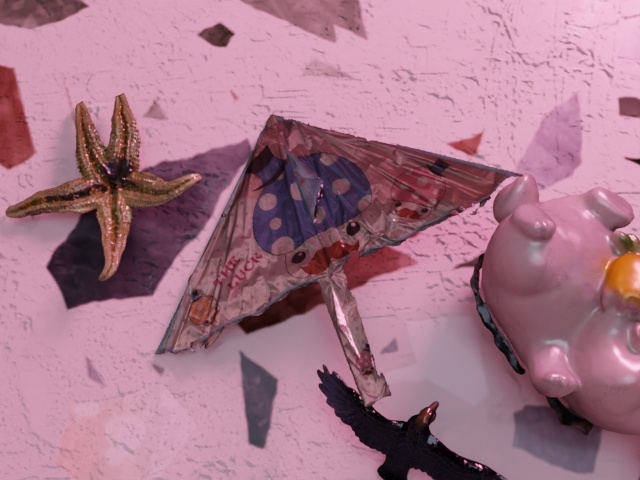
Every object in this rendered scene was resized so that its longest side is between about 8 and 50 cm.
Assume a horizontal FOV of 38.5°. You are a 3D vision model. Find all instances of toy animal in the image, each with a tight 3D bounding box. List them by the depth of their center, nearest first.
[{"bbox_3d":[0.085,0.189,0.860,0.220,0.108,0.062,32,63,7],"label":"toy animal"},{"bbox_3d":[0.283,0.087,0.879,0.325,0.154,0.208,39,52,-11],"label":"toy animal"}]

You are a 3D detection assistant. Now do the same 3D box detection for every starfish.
[{"bbox_3d":[-0.229,-0.057,0.960,0.217,0.050,0.223,-8,61,2],"label":"starfish"}]

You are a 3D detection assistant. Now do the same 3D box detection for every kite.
[{"bbox_3d":[0.000,0.000,0.909,0.406,0.014,0.368,-27,56,9],"label":"kite"}]
